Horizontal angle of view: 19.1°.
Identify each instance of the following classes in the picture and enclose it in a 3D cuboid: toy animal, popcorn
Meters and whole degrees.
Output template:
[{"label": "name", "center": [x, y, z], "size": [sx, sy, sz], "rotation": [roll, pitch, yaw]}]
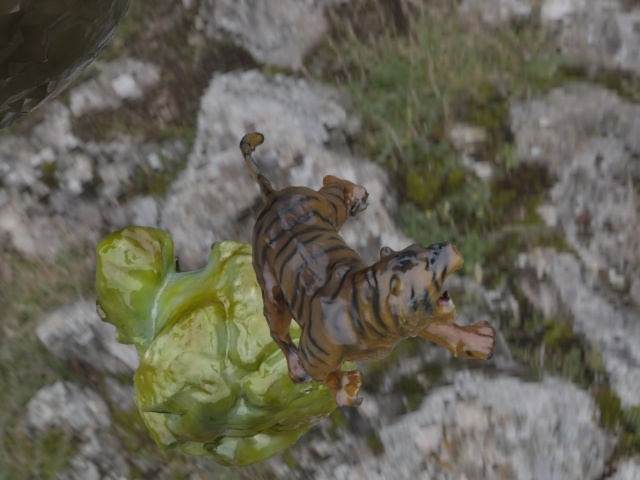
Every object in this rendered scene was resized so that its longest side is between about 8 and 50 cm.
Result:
[{"label": "toy animal", "center": [-0.006, 0.006, 1.127], "size": [0.114, 0.116, 0.255], "rotation": [-39, 43, -3]}, {"label": "popcorn", "center": [-0.073, 0.063, 1.393], "size": [0.212, 0.198, 0.198], "rotation": [33, 78, -2]}]

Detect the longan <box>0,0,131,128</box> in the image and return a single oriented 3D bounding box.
[{"label": "longan", "center": [-0.320, -0.250, 1.466], "size": [0.391, 0.391, 0.391], "rotation": [-2, 71, 6]}]
